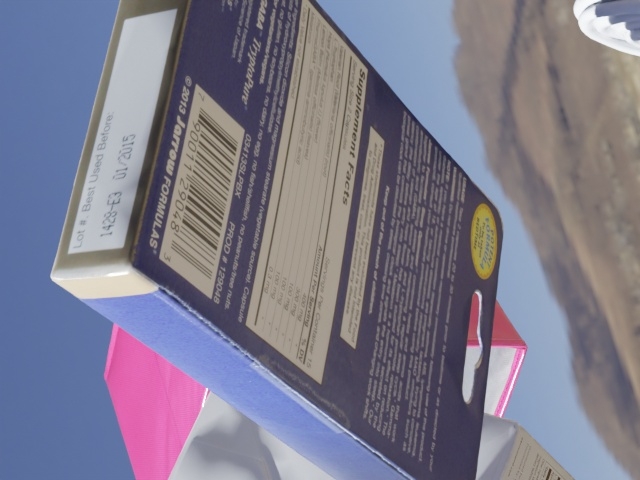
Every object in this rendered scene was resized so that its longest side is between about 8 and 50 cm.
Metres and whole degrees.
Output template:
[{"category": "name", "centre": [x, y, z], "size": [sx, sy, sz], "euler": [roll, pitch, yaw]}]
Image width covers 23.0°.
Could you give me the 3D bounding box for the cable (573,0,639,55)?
[{"category": "cable", "centre": [0.287, -0.155, 0.963], "size": [0.257, 0.257, 0.089], "euler": [-1, -81, -75]}]

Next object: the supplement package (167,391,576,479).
[{"category": "supplement package", "centre": [0.044, 0.183, 0.835], "size": [0.203, 0.194, 0.149], "euler": [45, -116, -45]}]

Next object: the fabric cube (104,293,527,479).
[{"category": "fabric cube", "centre": [-0.020, 0.104, 1.308], "size": [0.258, 0.254, 0.259], "euler": [-117, 34, -49]}]

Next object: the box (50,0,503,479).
[{"category": "box", "centre": [0.000, 0.000, 0.542], "size": [0.225, 0.037, 0.136], "euler": [42, -131, -48]}]
